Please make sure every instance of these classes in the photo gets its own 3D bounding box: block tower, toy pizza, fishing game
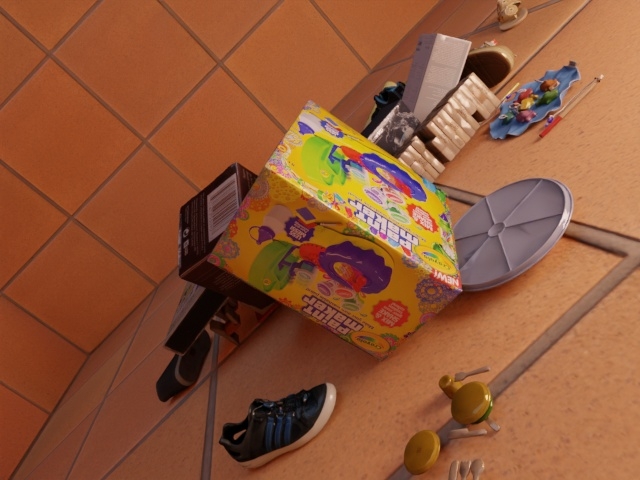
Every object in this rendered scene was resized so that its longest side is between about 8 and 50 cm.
[{"bbox_3d":[0.229,-0.192,0.966,0.335,0.097,0.091,-48,8,-5],"label":"block tower"},{"bbox_3d":[0.252,-0.006,0.629,0.201,0.032,0.201,-42,19,18],"label":"toy pizza"},{"bbox_3d":[0.403,-0.273,0.874,0.189,0.041,0.264,-45,17,10],"label":"fishing game"}]

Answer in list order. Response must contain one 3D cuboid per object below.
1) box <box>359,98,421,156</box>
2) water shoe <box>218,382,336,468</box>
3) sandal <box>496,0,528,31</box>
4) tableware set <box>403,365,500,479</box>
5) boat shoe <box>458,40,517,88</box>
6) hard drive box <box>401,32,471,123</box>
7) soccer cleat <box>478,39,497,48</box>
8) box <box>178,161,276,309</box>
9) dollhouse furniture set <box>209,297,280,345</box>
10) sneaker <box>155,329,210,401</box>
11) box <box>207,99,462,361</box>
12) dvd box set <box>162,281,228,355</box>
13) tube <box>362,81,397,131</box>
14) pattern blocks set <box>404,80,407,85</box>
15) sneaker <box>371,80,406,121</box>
[{"bbox_3d":[0.171,-0.215,1.076,0.156,0.158,0.093,-50,18,-13],"label":"box"},{"bbox_3d":[-0.067,0.267,0.669,0.203,0.080,0.073,-41,18,16],"label":"water shoe"},{"bbox_3d":[0.579,-0.729,1.426,0.088,0.079,0.240,-35,20,32],"label":"sandal"},{"bbox_3d":[0.130,0.204,0.461,0.104,0.024,0.154,-34,22,43],"label":"tableware set"},{"bbox_3d":[0.401,-0.443,1.153,0.089,0.104,0.285,-45,15,-4],"label":"boat shoe"},{"bbox_3d":[0.280,-0.399,1.167,0.181,0.089,0.231,-92,15,-66],"label":"hard drive box"},{"bbox_3d":[0.450,-0.494,1.230,0.076,0.068,0.196,-44,10,23],"label":"soccer cleat"},{"bbox_3d":[-0.133,-0.001,0.853,0.167,0.203,0.168,-34,47,25],"label":"box"},{"bbox_3d":[-0.153,0.118,1.190,0.262,0.135,0.259,-43,29,7],"label":"dollhouse furniture set"},{"bbox_3d":[-0.383,0.329,1.249,0.118,0.083,0.222,-40,19,20],"label":"sneaker"},{"bbox_3d":[0.034,-0.026,0.695,0.177,0.290,0.279,-52,12,33],"label":"box"},{"bbox_3d":[-0.271,0.058,1.203,0.307,0.062,0.420,-51,20,20],"label":"dvd box set"},{"bbox_3d":[0.232,-0.514,1.778,0.240,0.062,0.070,-63,-20,-17],"label":"tube"},{"bbox_3d":[0.379,-0.598,1.680,0.325,0.026,0.285,-46,17,-1],"label":"pattern blocks set"},{"bbox_3d":[0.233,-0.434,1.458,0.125,0.140,0.341,-49,16,-4],"label":"sneaker"}]
